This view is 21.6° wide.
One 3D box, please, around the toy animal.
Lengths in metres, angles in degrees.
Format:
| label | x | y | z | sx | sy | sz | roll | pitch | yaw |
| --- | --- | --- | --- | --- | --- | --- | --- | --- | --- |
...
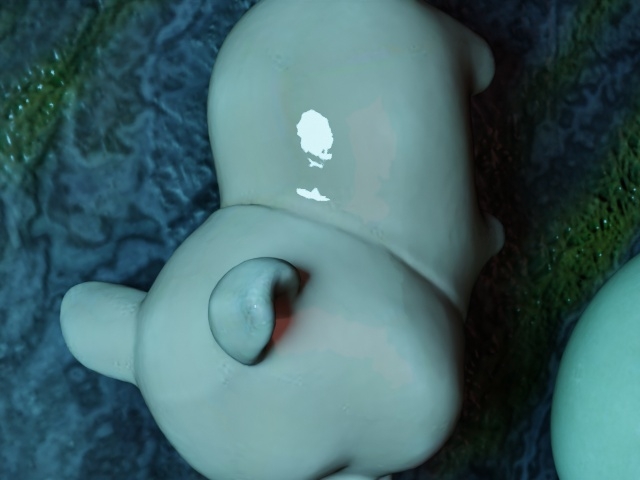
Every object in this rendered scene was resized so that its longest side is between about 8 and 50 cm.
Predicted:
| label | x | y | z | sx | sy | sz | roll | pitch | yaw |
| --- | --- | --- | --- | --- | --- | --- | --- | --- | --- |
| toy animal | 0.000 | 0.000 | 1.027 | 0.269 | 0.237 | 0.326 | -11 | 93 | -35 |

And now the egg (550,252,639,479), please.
| label | x | y | z | sx | sy | sz | roll | pitch | yaw |
| --- | --- | --- | --- | --- | --- | --- | --- | --- | --- |
| egg | 0.261 | 0.102 | 1.167 | 0.186 | 0.186 | 0.253 | 32 | 83 | -24 |
